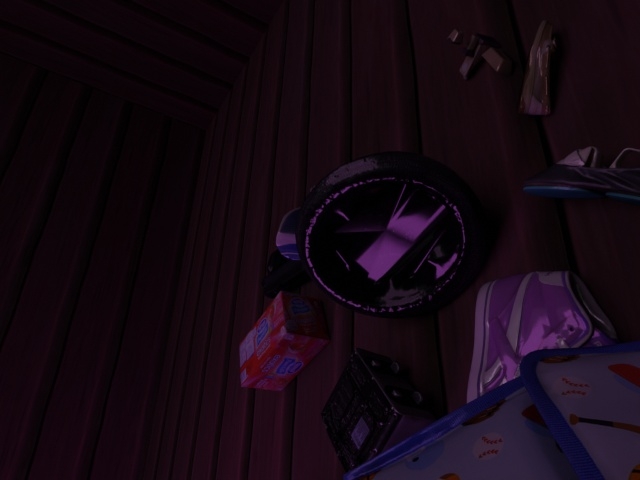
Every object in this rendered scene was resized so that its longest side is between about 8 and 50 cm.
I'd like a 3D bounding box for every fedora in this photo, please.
[{"bbox_3d":[0.126,-0.020,0.788,0.334,0.334,0.152,-51,2,36],"label":"fedora"}]

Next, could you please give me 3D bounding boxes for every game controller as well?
[{"bbox_3d":[-0.076,0.055,1.280,0.319,0.067,0.166,-35,32,49],"label":"game controller"}]

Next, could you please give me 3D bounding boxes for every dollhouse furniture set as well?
[{"bbox_3d":[0.281,-0.316,0.808,0.081,0.091,0.114,112,153,-43],"label":"dollhouse furniture set"}]

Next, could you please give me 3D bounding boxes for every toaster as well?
[{"bbox_3d":[0.091,0.308,0.759,0.185,0.110,0.168,-65,28,14],"label":"toaster"}]

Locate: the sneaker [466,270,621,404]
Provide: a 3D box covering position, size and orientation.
[{"bbox_3d":[0.268,0.168,0.529,0.161,0.102,0.281,-22,56,52],"label":"sneaker"}]

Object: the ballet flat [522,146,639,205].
[{"bbox_3d":[0.352,-0.079,0.544,0.203,0.074,0.074,21,94,56],"label":"ballet flat"}]

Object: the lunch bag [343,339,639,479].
[{"bbox_3d":[0.221,0.266,0.326,0.386,0.239,0.327,-34,19,13],"label":"lunch bag"}]

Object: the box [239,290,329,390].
[{"bbox_3d":[-0.100,0.260,1.123,0.256,0.123,0.128,-53,34,33],"label":"box"}]

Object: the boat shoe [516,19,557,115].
[{"bbox_3d":[0.346,-0.268,0.691,0.056,0.048,0.152,45,-120,-70],"label":"boat shoe"}]

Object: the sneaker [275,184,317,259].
[{"bbox_3d":[0.000,-0.001,1.032,0.315,0.128,0.182,-58,-25,-62],"label":"sneaker"}]
